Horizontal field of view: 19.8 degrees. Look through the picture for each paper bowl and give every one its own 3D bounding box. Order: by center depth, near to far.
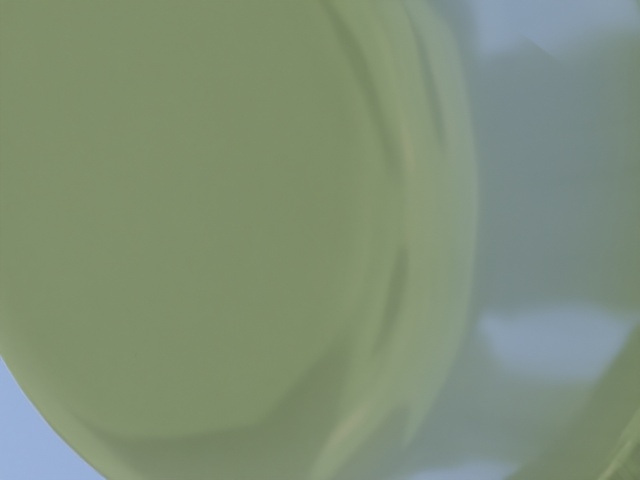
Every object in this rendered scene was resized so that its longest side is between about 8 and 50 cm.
[{"bbox_3d":[0.003,-0.028,0.518,0.284,0.148,0.284,10,-75,40],"label":"paper bowl"}]
